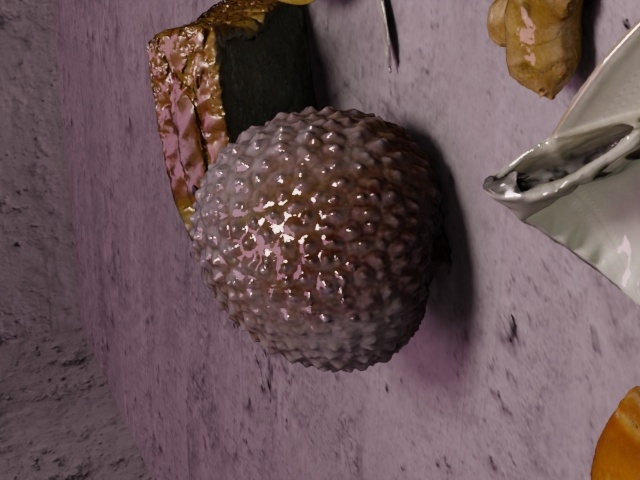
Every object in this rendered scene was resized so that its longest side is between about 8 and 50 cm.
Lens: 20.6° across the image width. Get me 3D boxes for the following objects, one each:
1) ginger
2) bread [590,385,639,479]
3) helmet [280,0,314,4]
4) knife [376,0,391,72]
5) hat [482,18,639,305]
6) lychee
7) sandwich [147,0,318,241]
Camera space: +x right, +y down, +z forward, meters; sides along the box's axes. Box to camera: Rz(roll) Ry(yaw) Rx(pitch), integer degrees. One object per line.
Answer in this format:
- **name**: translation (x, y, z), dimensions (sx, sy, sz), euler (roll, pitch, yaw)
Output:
- **ginger**: translation (0.199, -0.246, 1.459), dimensions (0.118, 0.065, 0.298), euler (57, 151, 33)
- **bread**: translation (0.297, 0.246, 1.440), dimensions (0.210, 0.099, 0.235), euler (-129, 31, -54)
- **helmet**: translation (-0.041, -0.385, 1.955), dimensions (0.205, 0.140, 0.257), euler (36, 160, 6)
- **knife**: translation (0.050, -0.330, 1.927), dimensions (0.047, 0.017, 0.297), euler (171, 86, -78)
- **hat**: translation (0.289, -0.044, 1.244), dimensions (0.258, 0.168, 0.301), euler (42, 122, 24)
- **lychee**: translation (0.002, 0.005, 1.893), dimensions (0.300, 0.300, 0.300), euler (167, 90, -72)
- **sandwich**: translation (-0.090, -0.152, 2.102), dimensions (0.301, 0.099, 0.271), euler (-45, -55, -62)
